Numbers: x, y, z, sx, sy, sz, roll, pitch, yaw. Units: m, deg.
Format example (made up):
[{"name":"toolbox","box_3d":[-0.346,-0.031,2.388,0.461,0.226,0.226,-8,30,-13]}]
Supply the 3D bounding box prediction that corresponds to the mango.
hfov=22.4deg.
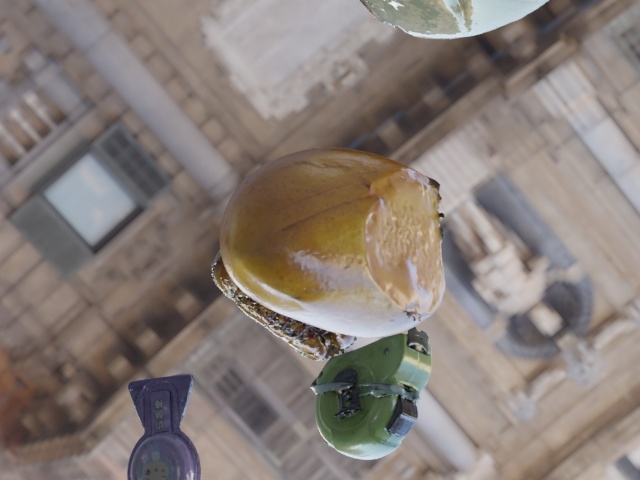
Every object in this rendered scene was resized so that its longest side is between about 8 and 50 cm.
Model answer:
[{"name":"mango","box_3d":[0.000,0.000,1.459,0.138,0.187,0.257,-30,156,34]}]

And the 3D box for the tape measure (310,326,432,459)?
[{"name":"tape measure","box_3d":[0.060,0.207,2.106,0.177,0.087,0.154,-23,-123,39]}]

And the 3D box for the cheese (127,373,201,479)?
[{"name":"cheese","box_3d":[-0.199,0.266,2.036,0.105,0.190,0.042,-10,164,20]}]

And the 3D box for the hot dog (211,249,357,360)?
[{"name":"hot dog","box_3d":[-0.046,0.079,2.408,0.144,0.268,0.075,-37,-153,26]}]

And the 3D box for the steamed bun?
[{"name":"steamed bun","box_3d":[0.166,-0.394,2.113,0.272,0.290,0.273,-50,-146,5]}]
